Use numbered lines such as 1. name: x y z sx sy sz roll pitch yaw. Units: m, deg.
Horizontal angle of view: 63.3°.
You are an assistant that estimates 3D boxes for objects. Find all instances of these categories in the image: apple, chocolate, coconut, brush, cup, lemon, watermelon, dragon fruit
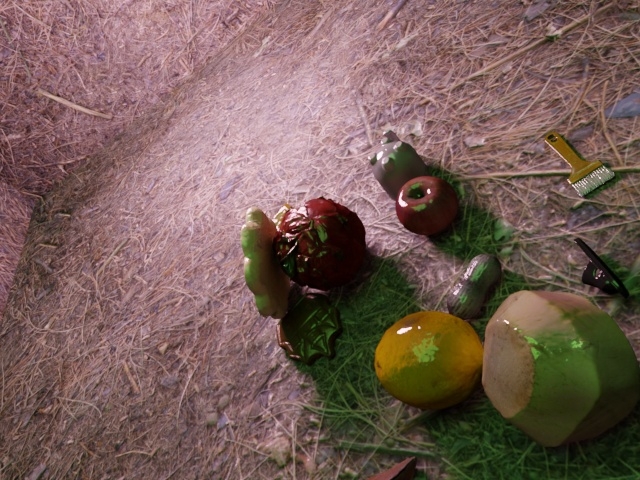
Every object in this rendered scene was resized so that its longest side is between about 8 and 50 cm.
1. apple: 0.266 -0.083 1.291 0.153 0.120 0.153 -18 47 21
2. chocolate: 0.332 0.101 1.122 0.072 0.072 0.167 25 73 48
3. coconut: 0.395 0.205 0.866 0.259 0.259 0.259 -23 46 25
4. brush: 0.578 -0.187 1.195 0.082 0.010 0.218 -34 41 15
5. cup: 0.217 -0.219 1.425 0.134 0.142 0.173 9 64 45
6. lemon: 0.212 0.237 1.022 0.257 0.188 0.188 -16 48 36
7. watermelon: 0.092 0.475 0.963 0.136 0.207 0.202 12 46 16
8. dragon fruit: 0.000 0.000 1.359 0.244 0.244 0.299 -28 27 20

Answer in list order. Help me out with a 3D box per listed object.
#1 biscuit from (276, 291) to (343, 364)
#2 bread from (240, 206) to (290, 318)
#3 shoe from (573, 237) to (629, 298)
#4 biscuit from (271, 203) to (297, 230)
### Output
1. biscuit: -0.026 0.232 1.345 0.182 0.034 0.215 -48 40 -1
2. bread: -0.138 0.063 1.382 0.054 0.316 0.316 -12 49 11
3. shoe: 0.526 0.061 1.001 0.053 0.062 0.159 -42 39 25
4. biscuit: -0.115 -0.025 1.627 0.174 0.039 0.183 21 74 49
